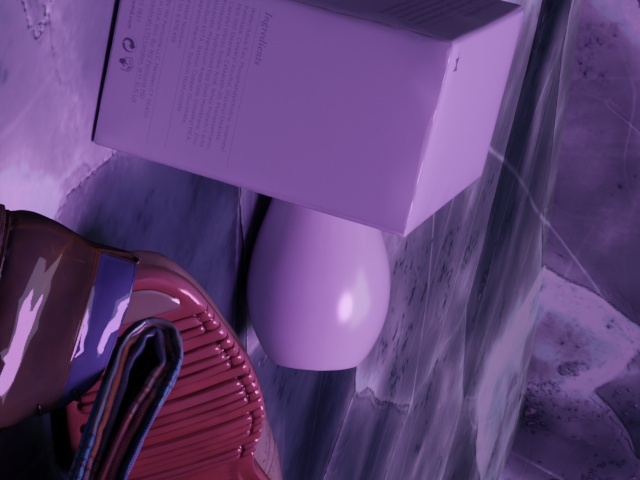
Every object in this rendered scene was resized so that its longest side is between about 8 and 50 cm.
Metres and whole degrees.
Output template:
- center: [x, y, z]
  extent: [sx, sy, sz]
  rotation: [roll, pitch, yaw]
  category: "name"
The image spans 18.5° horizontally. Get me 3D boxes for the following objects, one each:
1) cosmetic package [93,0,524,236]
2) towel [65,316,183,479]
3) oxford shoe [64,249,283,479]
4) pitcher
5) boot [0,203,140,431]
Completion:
- center: [-0.001, -0.114, 1.345]
  extent: [0.224, 0.224, 0.138]
  rotation: [-34, 138, -69]
  category: "cosmetic package"
- center: [-0.160, 0.231, 1.224]
  extent: [0.370, 0.040, 0.271]
  rotation: [112, -4, -61]
  category: "towel"
- center: [-0.111, 0.116, 1.459]
  extent: [0.397, 0.140, 0.146]
  rotation: [79, -1, -52]
  category: "oxford shoe"
- center: [0.000, 0.000, 1.737]
  extent: [0.178, 0.125, 0.207]
  rotation: [-85, 178, -82]
  category: "pitcher"
- center: [-0.172, 0.091, 1.107]
  extent: [0.082, 0.106, 0.219]
  rotation: [-143, -114, -70]
  category: "boot"
